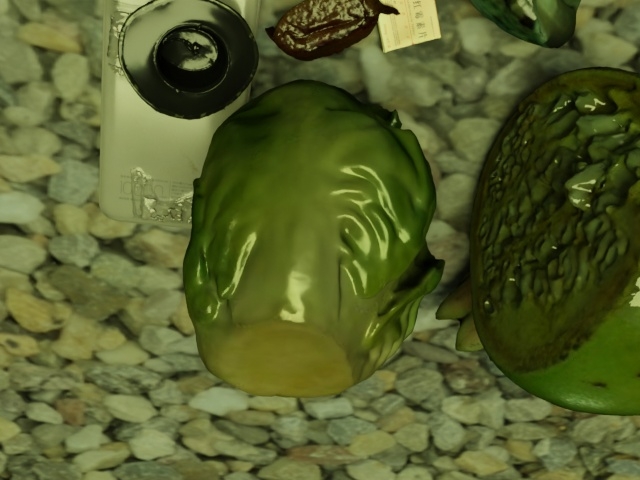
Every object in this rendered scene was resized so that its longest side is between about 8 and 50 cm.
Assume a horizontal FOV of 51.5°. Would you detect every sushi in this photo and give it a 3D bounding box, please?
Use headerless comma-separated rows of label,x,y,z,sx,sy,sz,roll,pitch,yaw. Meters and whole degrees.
sushi,0.011,-0.203,0.621,0.120,0.055,0.052,-23,100,16

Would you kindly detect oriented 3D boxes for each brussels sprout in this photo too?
brussels sprout,-0.002,-0.001,0.610,0.227,0.294,0.259,-1,139,18

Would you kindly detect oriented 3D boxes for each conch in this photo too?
conch,0.183,-0.275,0.561,0.176,0.122,0.188,11,118,-30

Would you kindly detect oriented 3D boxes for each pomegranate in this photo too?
pomegranate,0.269,0.023,0.631,0.216,0.309,0.358,10,148,-14

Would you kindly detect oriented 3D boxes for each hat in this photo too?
hat,-0.118,-0.167,0.592,0.121,0.050,0.121,-8,119,-14

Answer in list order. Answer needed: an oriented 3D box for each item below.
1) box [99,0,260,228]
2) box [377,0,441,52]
box,-0.141,-0.145,0.649,0.142,0.044,0.285,7,114,-8
box,0.078,-0.232,0.632,0.058,0.015,0.093,-13,115,6
